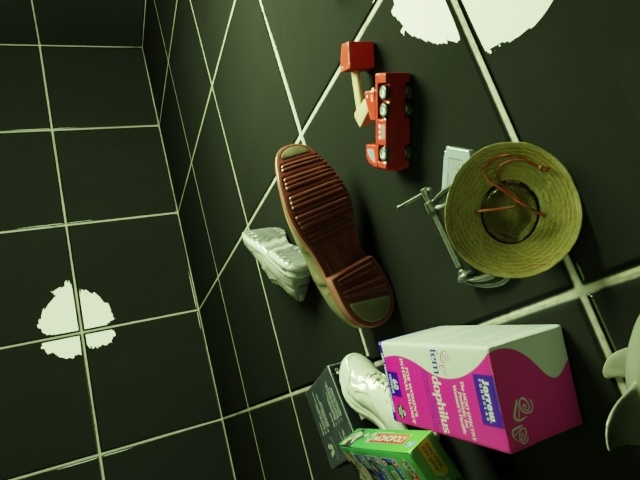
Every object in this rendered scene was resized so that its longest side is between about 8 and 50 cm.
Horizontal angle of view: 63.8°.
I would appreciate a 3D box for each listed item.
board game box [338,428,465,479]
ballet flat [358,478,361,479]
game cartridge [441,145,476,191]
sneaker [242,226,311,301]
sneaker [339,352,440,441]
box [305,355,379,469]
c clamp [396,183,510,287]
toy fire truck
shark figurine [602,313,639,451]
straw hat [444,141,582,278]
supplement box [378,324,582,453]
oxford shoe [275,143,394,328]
[{"bbox_3d":[0.167,0.399,0.683,0.317,0.046,0.213,57,151,4],"label":"board game box"},{"bbox_3d":[0.111,0.432,0.933,0.057,0.049,0.173,62,149,33],"label":"ballet flat"},{"bbox_3d":[0.179,-0.077,0.662,0.056,0.017,0.083,-144,50,-61],"label":"game cartridge"},{"bbox_3d":[-0.114,0.050,1.219,0.281,0.105,0.115,39,132,54],"label":"sneaker"},{"bbox_3d":[0.119,0.256,0.836,0.232,0.090,0.115,46,132,37],"label":"sneaker"},{"bbox_3d":[0.056,0.322,0.962,0.156,0.093,0.158,67,151,27],"label":"box"},{"bbox_3d":[0.178,-0.007,0.661,0.160,0.022,0.137,64,146,11],"label":"c clamp"},{"bbox_3d":[0.083,-0.207,0.787,0.135,0.047,0.192,27,123,61],"label":"toy fire truck"},{"bbox_3d":[0.287,0.170,0.403,0.166,0.116,0.278,125,133,-58],"label":"shark figurine"},{"bbox_3d":[0.206,-0.029,0.559,0.061,0.144,0.144,26,-132,-74],"label":"straw hat"},{"bbox_3d":[0.181,0.167,0.627,0.220,0.114,0.111,-22,78,63],"label":"supplement box"},{"bbox_3d":[0.000,0.000,0.906,0.348,0.123,0.130,67,157,9],"label":"oxford shoe"}]
